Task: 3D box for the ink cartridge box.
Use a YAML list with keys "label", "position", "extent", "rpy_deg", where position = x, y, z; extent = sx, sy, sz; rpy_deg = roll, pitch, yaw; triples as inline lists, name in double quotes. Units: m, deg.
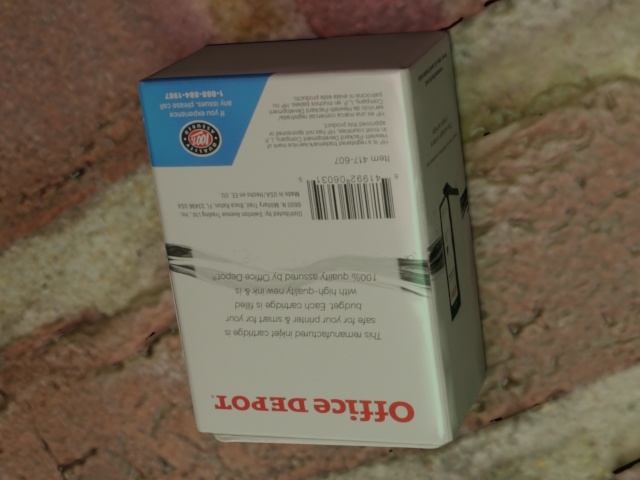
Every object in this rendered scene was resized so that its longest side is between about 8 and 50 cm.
- label: "ink cartridge box"
  position: [0.000, 0.000, 0.785]
  extent: [0.148, 0.086, 0.203]
  rpy_deg: [0, 111, 21]
